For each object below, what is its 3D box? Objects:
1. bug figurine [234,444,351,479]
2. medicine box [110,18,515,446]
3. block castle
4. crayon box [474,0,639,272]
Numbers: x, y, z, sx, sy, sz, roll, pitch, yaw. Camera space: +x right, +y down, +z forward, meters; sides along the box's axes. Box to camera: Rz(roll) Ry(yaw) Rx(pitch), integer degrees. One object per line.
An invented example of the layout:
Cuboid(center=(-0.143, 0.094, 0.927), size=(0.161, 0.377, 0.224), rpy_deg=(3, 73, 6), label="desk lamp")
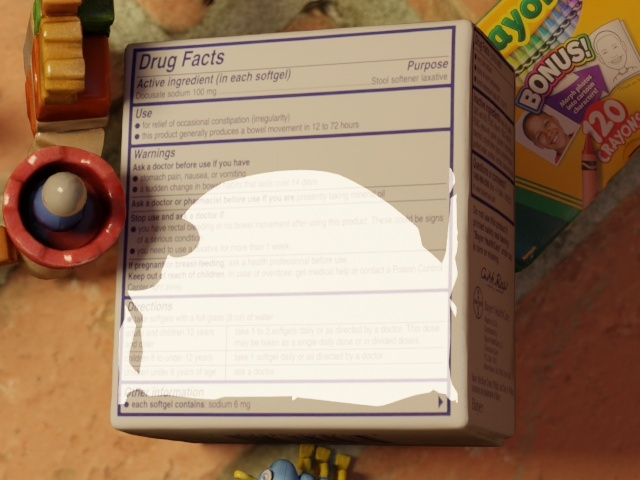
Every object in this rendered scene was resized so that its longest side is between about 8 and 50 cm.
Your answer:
Cuboid(center=(0.015, 0.299, 1.412), size=(0.216, 0.072, 0.279), rpy_deg=(15, 78, -11), label="bug figurine")
Cuboid(center=(0.000, 0.000, 1.357), size=(0.263, 0.149, 0.289), rpy_deg=(-2, 80, 19), label="medicine box")
Cuboid(center=(-0.302, -0.184, 1.328), size=(0.303, 0.213, 0.453), rpy_deg=(-4, 80, -14), label="block castle")
Cuboid(center=(0.186, -0.122, 1.514), size=(0.165, 0.081, 0.278), rpy_deg=(46, 74, -3), label="crayon box")
